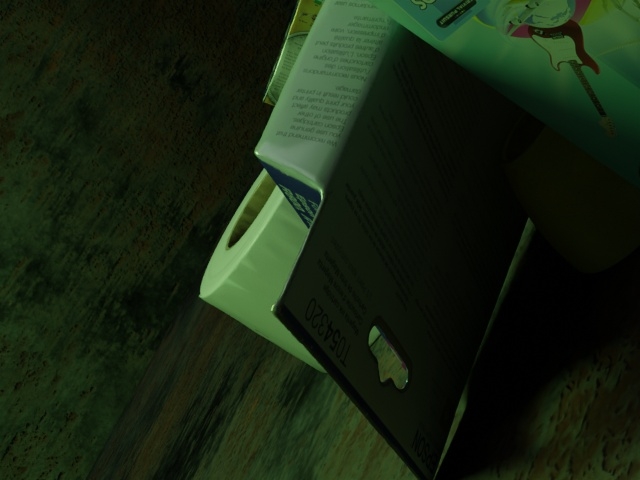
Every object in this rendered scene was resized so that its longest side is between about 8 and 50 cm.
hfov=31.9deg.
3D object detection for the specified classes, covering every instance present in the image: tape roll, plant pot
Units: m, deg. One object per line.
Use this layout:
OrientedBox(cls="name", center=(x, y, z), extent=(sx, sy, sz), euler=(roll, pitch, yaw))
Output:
OrientedBox(cls="tape roll", center=(0.000, 0.000, 1.237), extent=(0.246, 0.169, 0.246), euler=(-53, 12, 17))
OrientedBox(cls="plant pot", center=(0.187, -0.058, 0.803), extent=(0.134, 0.095, 0.134), euler=(-53, 13, 18))

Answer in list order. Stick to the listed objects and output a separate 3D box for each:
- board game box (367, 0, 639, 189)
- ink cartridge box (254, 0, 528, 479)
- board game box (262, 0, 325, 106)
OrientedBox(cls="board game box", center=(0.164, -0.155, 0.555), extent=(0.254, 0.336, 0.079), euler=(-38, 22, 59))
OrientedBox(cls="ink cartridge box", center=(0.064, -0.033, 0.779), extent=(0.330, 0.071, 0.324), euler=(-65, -30, -21))
OrientedBox(cls="board game box", center=(0.087, -0.167, 1.048), extent=(0.042, 0.243, 0.165), euler=(-90, 20, -68))
